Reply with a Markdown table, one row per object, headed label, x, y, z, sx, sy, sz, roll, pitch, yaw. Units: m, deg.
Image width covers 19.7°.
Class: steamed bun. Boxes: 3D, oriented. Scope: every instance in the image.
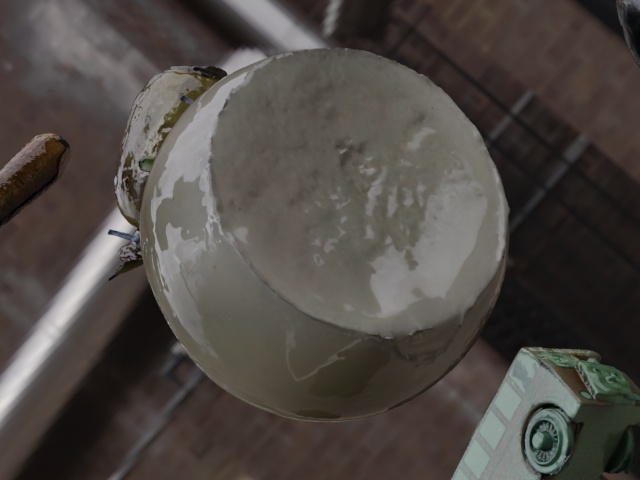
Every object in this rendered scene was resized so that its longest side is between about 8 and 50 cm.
| label | x | y | z | sx | sy | sz | roll | pitch | yaw |
| --- | --- | --- | --- | --- | --- | --- | --- | --- | --- |
| steamed bun | 0.000 | 0.000 | 1.577 | 0.324 | 0.324 | 0.206 | -39 | -10 | -34 |

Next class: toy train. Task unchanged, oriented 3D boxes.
| label | x | y | z | sx | sy | sz | roll | pitch | yaw |
| --- | --- | --- | --- | --- | --- | --- | --- | --- | --- |
| toy train | 0.238 | 0.266 | 2.065 | 0.129 | 0.159 | 0.326 | 6 | -60 | -33 |

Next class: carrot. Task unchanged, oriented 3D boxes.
| label | x | y | z | sx | sy | sz | roll | pitch | yaw |
| --- | --- | --- | --- | --- | --- | --- | --- | --- | --- |
| carrot | -0.452 | -0.056 | 2.574 | 0.260 | 0.070 | 0.070 | -44 | -13 | -29 |

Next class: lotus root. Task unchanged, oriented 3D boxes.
| label | x | y | z | sx | sy | sz | roll | pitch | yaw |
| --- | --- | --- | --- | --- | --- | --- | --- | --- | --- |
| lotus root | -0.163 | -0.068 | 2.122 | 0.278 | 0.154 | 0.154 | -72 | -17 | 7 |

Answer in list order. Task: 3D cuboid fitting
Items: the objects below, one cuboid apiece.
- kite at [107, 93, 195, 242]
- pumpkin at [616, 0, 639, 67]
| label | x | y | z | sx | sy | sz | roll | pitch | yaw |
| --- | --- | --- | --- | --- | --- | --- | --- | --- | --- |
| kite | -0.111 | -0.050 | 1.787 | 0.183 | 0.160 | 0.010 | -62 | -21 | -9 |
| pumpkin | 0.348 | -0.204 | 1.406 | 0.250 | 0.250 | 0.216 | -57 | 2 | 35 |
